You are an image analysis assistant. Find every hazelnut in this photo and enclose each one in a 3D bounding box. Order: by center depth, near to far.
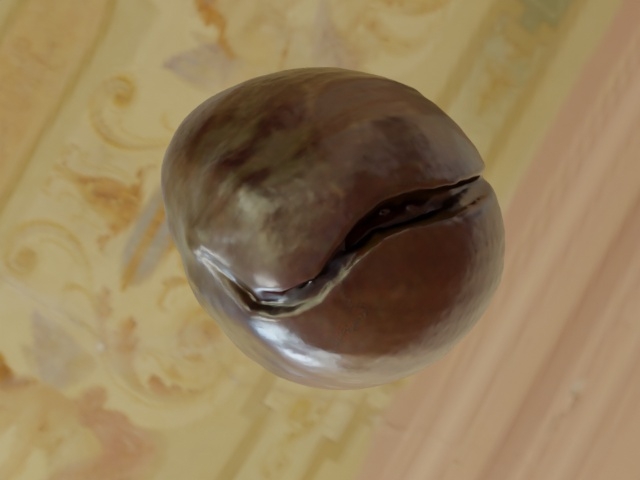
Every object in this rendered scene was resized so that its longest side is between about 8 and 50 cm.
[{"bbox_3d":[0.000,0.000,1.172,0.218,0.234,0.218,-22,-47,-26],"label":"hazelnut"}]
